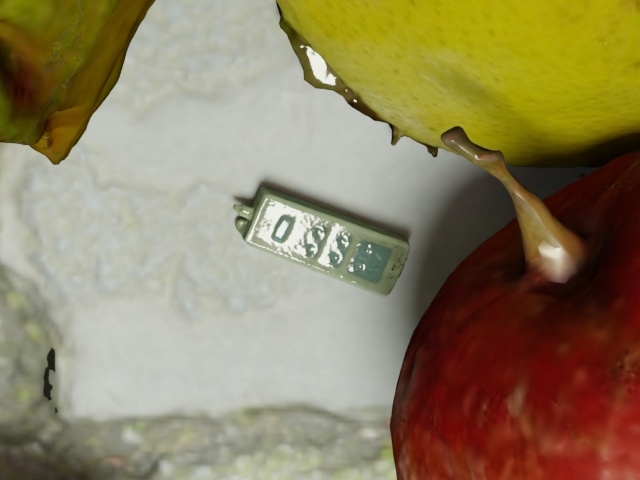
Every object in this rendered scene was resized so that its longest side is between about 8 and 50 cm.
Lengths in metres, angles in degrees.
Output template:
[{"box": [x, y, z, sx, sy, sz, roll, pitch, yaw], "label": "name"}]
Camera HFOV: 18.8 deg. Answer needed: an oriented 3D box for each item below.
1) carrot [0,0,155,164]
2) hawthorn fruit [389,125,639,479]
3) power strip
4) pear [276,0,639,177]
[{"box": [-0.124, -0.197, 0.656, 0.241, 0.241, 0.341, 25, 103, -15], "label": "carrot"}, {"box": [0.130, 0.055, 0.771, 0.242, 0.242, 0.272, -41, 105, 4], "label": "hawthorn fruit"}, {"box": [0.000, 0.000, 0.845, 0.083, 0.017, 0.027, 19, 100, -15], "label": "power strip"}, {"box": [0.114, -0.132, 0.744, 0.267, 0.178, 0.267, -2, 102, -9], "label": "pear"}]
